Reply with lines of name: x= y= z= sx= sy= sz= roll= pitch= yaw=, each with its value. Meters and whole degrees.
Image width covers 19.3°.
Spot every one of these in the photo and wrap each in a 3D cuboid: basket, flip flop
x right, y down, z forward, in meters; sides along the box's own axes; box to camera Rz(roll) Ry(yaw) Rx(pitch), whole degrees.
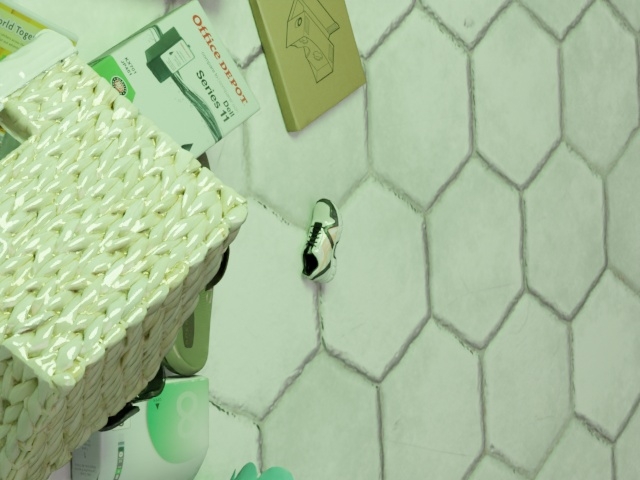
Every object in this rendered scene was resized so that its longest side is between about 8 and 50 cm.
basket: x=-0.290 y=0.053 z=1.727 sx=0.266 sy=0.331 sz=0.328 roll=39 pitch=47 yaw=5
flip flop: x=-0.145 y=0.016 z=2.170 sx=0.112 sy=0.080 sz=0.277 roll=10 pitch=77 yaw=-52

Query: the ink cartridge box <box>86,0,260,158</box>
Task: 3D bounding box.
ink cartridge box: x=-0.184 y=-0.154 z=2.086 sx=0.208 sy=0.087 sz=0.153 roll=-42 pitch=106 yaw=-44

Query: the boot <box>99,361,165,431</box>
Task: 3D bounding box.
boot: x=-0.283 y=0.175 z=1.935 sx=0.246 sy=0.161 sz=0.083 roll=-38 pitch=120 yaw=-45

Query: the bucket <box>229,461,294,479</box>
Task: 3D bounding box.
bucket: x=-0.028 y=0.406 z=2.198 sx=0.281 sy=0.281 sz=0.183 roll=50 pitch=60 yaw=-41

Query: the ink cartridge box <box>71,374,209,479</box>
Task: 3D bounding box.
ink cartridge box: x=-0.202 y=0.271 z=2.135 sx=0.181 sy=0.056 sz=0.224 roll=-4 pitch=93 yaw=-52

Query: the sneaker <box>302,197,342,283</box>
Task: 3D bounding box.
sneaker: x=0.000 y=0.000 z=2.397 sx=0.044 sy=0.040 sz=0.109 roll=4 pitch=87 yaw=-50

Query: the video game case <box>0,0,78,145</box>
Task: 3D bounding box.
video game case: x=-0.366 y=-0.153 z=1.883 sx=0.227 sy=0.026 sz=0.206 roll=26 pitch=89 yaw=-49

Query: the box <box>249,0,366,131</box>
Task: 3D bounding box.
box: x=-0.016 y=-0.260 z=2.383 sx=0.164 sy=0.021 sz=0.201 roll=-40 pitch=122 yaw=-44
